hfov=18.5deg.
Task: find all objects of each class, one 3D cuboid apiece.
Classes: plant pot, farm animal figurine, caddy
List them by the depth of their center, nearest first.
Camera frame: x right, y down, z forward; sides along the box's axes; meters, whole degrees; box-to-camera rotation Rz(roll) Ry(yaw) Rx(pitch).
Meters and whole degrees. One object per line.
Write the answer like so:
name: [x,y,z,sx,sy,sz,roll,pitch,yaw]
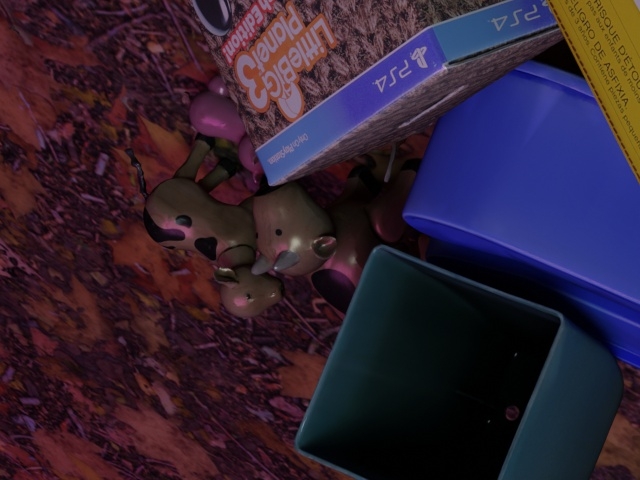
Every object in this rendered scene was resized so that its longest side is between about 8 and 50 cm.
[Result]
caddy: [0.225,-0.025,1.433,0.341,0.179,0.241,24,169,17]
plant pot: [0.129,0.129,1.499,0.165,0.165,0.234,21,178,32]
farm animal figurine: [0.000,0.000,1.672,0.327,0.172,0.330,42,148,-11]

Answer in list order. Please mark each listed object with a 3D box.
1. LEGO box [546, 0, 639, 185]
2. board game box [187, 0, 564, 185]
LEGO box: [0.295,-0.158,0.950,0.500,0.193,0.372,66,151,14]
board game box: [0.014,-0.219,1.295,0.232,0.141,0.291,-32,81,56]
